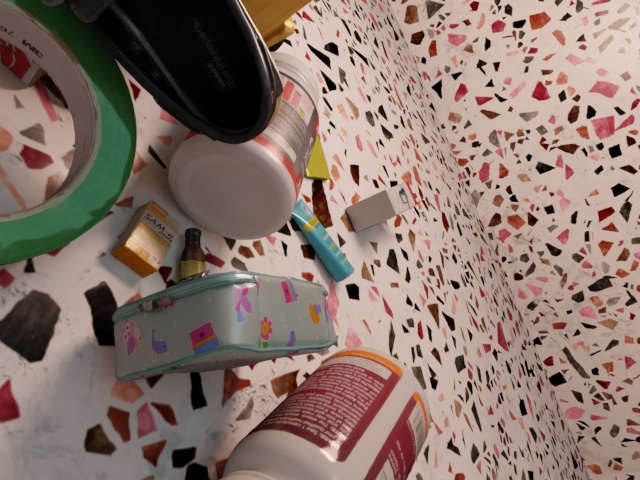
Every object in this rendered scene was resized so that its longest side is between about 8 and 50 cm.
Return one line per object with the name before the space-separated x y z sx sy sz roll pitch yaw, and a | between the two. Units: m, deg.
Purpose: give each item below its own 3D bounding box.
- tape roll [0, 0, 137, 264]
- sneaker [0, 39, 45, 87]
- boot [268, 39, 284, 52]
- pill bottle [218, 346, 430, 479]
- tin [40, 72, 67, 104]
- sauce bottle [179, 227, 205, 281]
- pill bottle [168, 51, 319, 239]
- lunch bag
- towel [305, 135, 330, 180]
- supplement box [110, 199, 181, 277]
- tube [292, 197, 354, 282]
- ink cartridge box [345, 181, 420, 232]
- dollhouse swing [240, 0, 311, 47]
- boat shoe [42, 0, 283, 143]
tape roll | -0.362 -0.131 0.475 0.321 0.077 0.321 7 80 -42
sneaker | -0.375 -0.260 0.595 0.067 0.118 0.042 42 28 -25
boot | -0.218 -0.534 1.057 0.229 0.091 0.263 58 36 2
pill bottle | 0.002 0.335 0.674 0.392 0.224 0.224 -25 91 -58
tin | -0.382 -0.278 0.674 0.190 0.040 0.106 49 31 -26
sauce bottle | -0.202 0.042 0.731 0.042 0.042 0.128 27 48 -46
pill bottle | -0.115 -0.193 0.852 0.210 0.210 0.363 47 37 -29
lunch bag | -0.127 0.118 0.630 0.279 0.224 0.108 18 60 -58
towel | -0.040 -0.268 1.200 0.102 0.021 0.237 -4 74 -51
supplement box | -0.255 -0.004 0.684 0.062 0.036 0.098 46 37 -31
tube | 0.000 0.000 1.063 0.207 0.052 0.080 55 22 -8
ink cartridge box | 0.185 -0.100 1.315 0.231 0.134 0.078 -25 91 -59
dollhouse swing | -0.188 -0.487 0.757 0.347 0.305 0.315 -19 80 -44
boat shoe | -0.206 -0.307 0.492 0.500 0.187 0.156 53 9 -30
